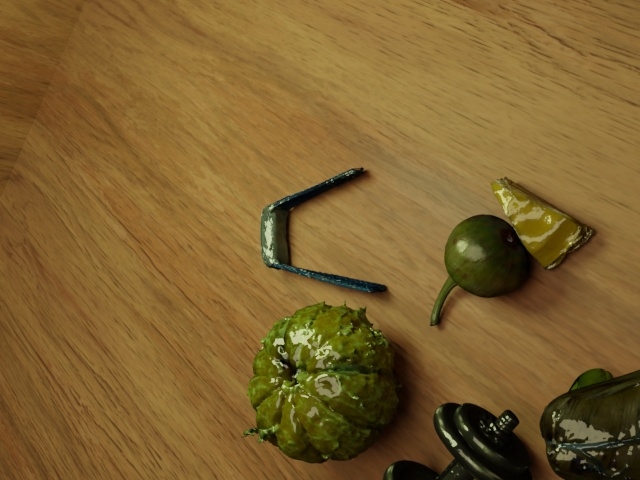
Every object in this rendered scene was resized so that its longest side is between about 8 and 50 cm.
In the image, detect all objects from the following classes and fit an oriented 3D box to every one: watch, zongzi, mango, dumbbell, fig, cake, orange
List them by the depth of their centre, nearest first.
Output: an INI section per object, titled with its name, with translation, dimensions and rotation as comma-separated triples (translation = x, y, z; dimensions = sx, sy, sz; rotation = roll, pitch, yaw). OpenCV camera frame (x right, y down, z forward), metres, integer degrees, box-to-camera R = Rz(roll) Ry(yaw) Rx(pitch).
[zongzi]
translation = 0.485, 0.185, 1.023
dimensions = 0.323, 0.160, 0.360
rotation = 8, 83, 17
[mango]
translation = 0.419, 0.280, 1.143
dimensions = 0.091, 0.074, 0.165
rotation = 14, 73, 9
[dumbbell]
translation = 0.223, 0.388, 1.206
dimensions = 0.290, 0.192, 0.192
rotation = -54, 53, 16
[cake]
translation = 0.374, -0.052, 1.250
dimensions = 0.116, 0.080, 0.184
rotation = -33, 57, 33
[fig]
translation = 0.260, 0.064, 1.313
dimensions = 0.245, 0.149, 0.149
rotation = -53, 50, 43
[orange]
translation = 0.006, 0.264, 1.395
dimensions = 0.300, 0.223, 0.301
rotation = -12, 70, 26
[watch]
translation = -0.003, 0.013, 1.565
dimensions = 0.275, 0.068, 0.276
rotation = -19, 68, 30
